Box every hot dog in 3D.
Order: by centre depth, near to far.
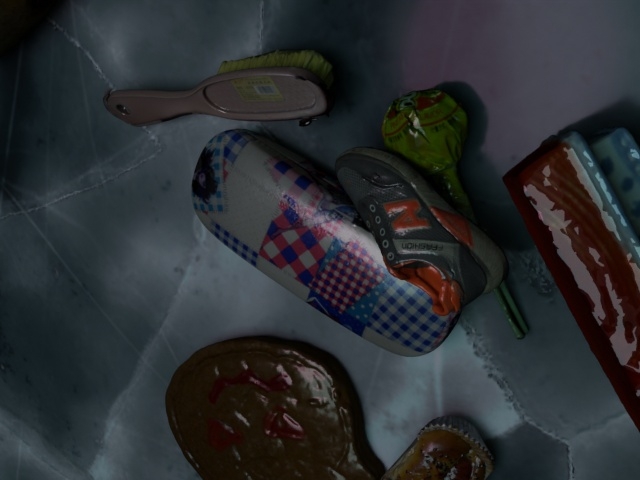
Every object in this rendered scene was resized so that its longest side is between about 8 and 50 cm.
[{"bbox_3d":[0.111,0.267,0.889,0.099,0.053,0.192,30,116,-4],"label":"hot dog"}]

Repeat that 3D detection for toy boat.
[{"bbox_3d":[0.285,0.053,0.688,0.133,0.145,0.332,-28,91,6],"label":"toy boat"}]

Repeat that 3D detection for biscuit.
[{"bbox_3d":[-0.066,0.237,0.998,0.273,0.049,0.257,-18,96,35],"label":"biscuit"}]

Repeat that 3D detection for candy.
[{"bbox_3d":[0.138,-0.021,0.795,0.077,0.073,0.262,-17,104,51],"label":"candy"}]

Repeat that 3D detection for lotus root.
[{"bbox_3d":[-0.387,-0.290,0.972,0.241,0.123,0.124,-31,118,31],"label":"lotus root"}]

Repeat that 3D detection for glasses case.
[{"bbox_3d":[0.000,0.000,0.864,0.327,0.076,0.125,33,121,18],"label":"glasses case"}]

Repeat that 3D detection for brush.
[{"bbox_3d":[-0.112,-0.163,0.894,0.312,0.067,0.072,1,143,36],"label":"brush"}]

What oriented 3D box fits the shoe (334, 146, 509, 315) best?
[{"bbox_3d":[0.076,-0.010,0.757,0.194,0.077,0.074,42,154,17],"label":"shoe"}]
